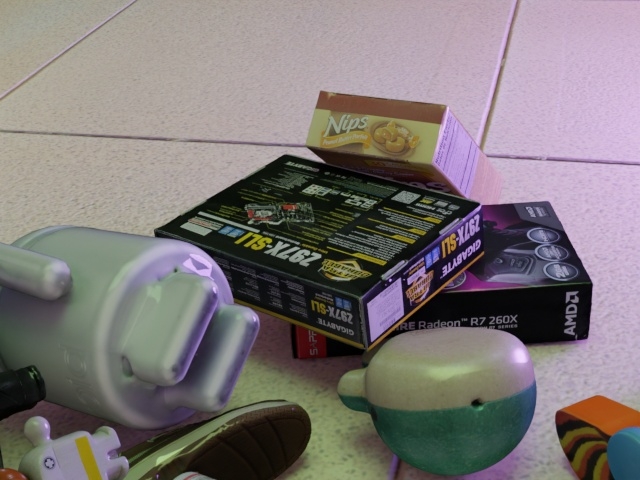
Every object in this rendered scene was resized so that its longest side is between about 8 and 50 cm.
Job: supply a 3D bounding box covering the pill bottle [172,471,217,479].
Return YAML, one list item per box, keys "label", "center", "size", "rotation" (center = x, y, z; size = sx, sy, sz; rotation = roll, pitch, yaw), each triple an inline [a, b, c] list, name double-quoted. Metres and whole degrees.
- label: "pill bottle"
  center: [-0.071, 0.276, 0.962]
  size: [0.160, 0.087, 0.087]
  rotation: [13, 32, 27]

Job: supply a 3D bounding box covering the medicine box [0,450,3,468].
- label: "medicine box"
  center: [-0.445, 0.111, 1.119]
  size: [0.149, 0.263, 0.289]
  rotation: [-13, 29, -16]

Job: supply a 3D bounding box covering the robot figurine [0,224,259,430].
- label: "robot figurine"
  center: [-0.236, 0.088, 1.141]
  size: [0.354, 0.300, 0.199]
  rotation: [7, 62, 40]

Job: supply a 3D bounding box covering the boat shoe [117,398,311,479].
- label: "boat shoe"
  center: [-0.135, 0.220, 1.071]
  size: [0.258, 0.095, 0.095]
  rotation: [-20, 27, -28]

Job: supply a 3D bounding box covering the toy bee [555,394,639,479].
- label: "toy bee"
  center: [0.325, 0.240, 0.961]
  size: [0.195, 0.162, 0.298]
  rotation: [-13, 4, -2]

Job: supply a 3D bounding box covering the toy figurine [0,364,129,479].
- label: "toy figurine"
  center: [-0.284, 0.236, 0.929]
  size: [0.210, 0.213, 0.148]
  rotation: [28, 28, 36]

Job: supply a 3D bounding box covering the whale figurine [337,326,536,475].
- label: "whale figurine"
  center: [0.126, 0.167, 1.136]
  size: [0.216, 0.141, 0.272]
  rotation: [-9, 4, -12]

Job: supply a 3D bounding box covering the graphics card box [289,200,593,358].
- label: "graphics card box"
  center: [0.143, 0.046, 1.366]
  size: [0.371, 0.094, 0.232]
  rotation: [-2, 28, -1]

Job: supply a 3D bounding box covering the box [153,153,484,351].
- label: "box"
  center: [0.000, 0.000, 1.291]
  size: [0.322, 0.079, 0.257]
  rotation: [17, 37, 35]

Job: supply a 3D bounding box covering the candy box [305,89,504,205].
- label: "candy box"
  center: [0.128, -0.108, 1.470]
  size: [0.183, 0.087, 0.316]
  rotation: [10, -9, 25]
